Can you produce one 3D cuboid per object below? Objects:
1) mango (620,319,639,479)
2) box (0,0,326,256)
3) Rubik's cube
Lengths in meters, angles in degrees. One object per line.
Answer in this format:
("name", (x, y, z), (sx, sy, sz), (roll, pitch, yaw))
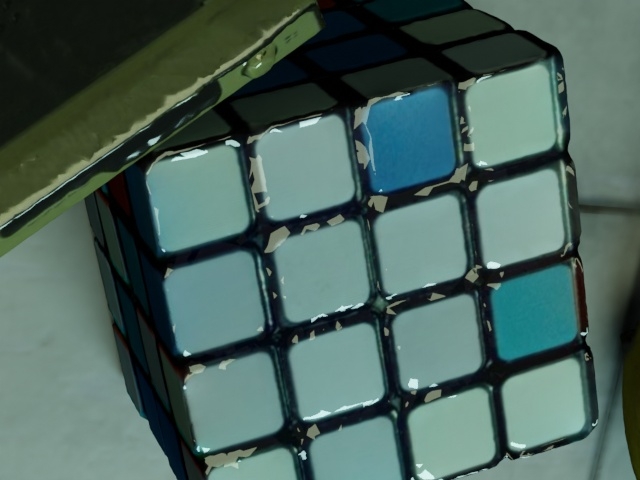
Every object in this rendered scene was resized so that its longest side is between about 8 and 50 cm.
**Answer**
("mango", (0.223, 0.122, 0.754), (0.137, 0.091, 0.237), (-26, 79, 6))
("box", (-0.160, -0.066, 0.544), (0.270, 0.211, 0.045), (-34, 157, -4))
("Rubik's cube", (0.000, 0.000, 0.640), (0.154, 0.151, 0.155), (-16, 114, -13))
